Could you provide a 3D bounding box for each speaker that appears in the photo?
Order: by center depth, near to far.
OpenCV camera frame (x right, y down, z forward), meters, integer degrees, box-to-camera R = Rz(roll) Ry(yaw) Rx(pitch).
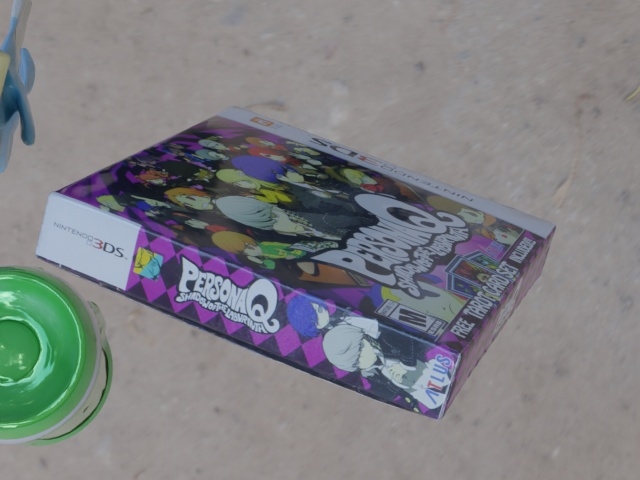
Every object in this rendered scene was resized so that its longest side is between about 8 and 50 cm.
[{"bbox_3d":[-0.224,0.093,1.153,0.131,0.296,0.131,1,82,-6],"label":"speaker"}]

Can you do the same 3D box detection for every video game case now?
[{"bbox_3d":[0.000,0.000,0.790,0.210,0.232,0.042,21,111,14],"label":"video game case"}]

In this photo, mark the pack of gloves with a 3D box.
[{"bbox_3d":[-0.265,-0.113,1.342,0.046,0.232,0.195,11,143,-6],"label":"pack of gloves"}]

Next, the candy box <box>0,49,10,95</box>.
[{"bbox_3d":[-0.382,-0.068,1.046,0.087,0.316,0.183,31,111,35],"label":"candy box"}]
